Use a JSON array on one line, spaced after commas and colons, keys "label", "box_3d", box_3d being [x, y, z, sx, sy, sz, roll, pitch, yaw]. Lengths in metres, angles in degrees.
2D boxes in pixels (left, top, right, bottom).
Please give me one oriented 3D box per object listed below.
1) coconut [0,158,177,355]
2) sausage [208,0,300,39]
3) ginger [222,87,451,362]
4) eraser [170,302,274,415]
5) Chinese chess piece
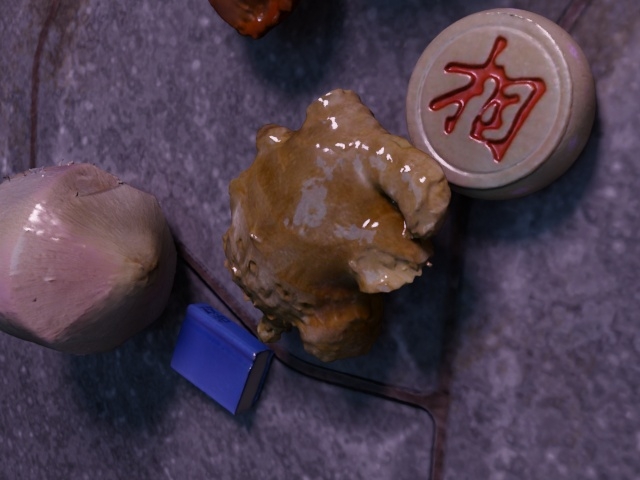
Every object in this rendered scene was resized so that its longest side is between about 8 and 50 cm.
[{"label": "coconut", "box_3d": [-0.205, 0.012, 0.648, 0.183, 0.171, 0.170, -2, 92, 37]}, {"label": "sausage", "box_3d": [-0.085, -0.314, 0.587, 0.097, 0.094, 0.348, -34, 76, 45]}, {"label": "ginger", "box_3d": [0.000, 0.000, 0.540, 0.157, 0.102, 0.216, 40, 127, 15]}, {"label": "eraser", "box_3d": [-0.086, 0.100, 0.650, 0.085, 0.027, 0.063, 29, 107, 30]}, {"label": "Chinese chess piece", "box_3d": [0.114, -0.086, 0.489, 0.122, 0.051, 0.122, 3, 95, 35]}]
